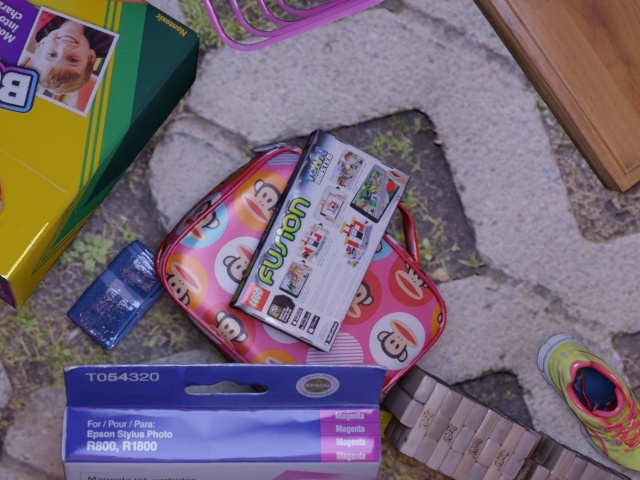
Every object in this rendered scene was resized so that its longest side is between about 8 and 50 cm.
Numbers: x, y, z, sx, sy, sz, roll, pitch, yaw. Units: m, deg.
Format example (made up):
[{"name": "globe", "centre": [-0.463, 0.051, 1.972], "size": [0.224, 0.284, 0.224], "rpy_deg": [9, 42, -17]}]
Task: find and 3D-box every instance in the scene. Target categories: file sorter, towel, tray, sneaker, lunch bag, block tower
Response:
[{"name": "file sorter", "centre": [-0.003, -0.316, 1.312], "size": [0.202, 0.290, 0.182], "rpy_deg": [-16, 104, 20]}, {"name": "towel", "centre": [-0.223, 0.061, 1.488], "size": [0.067, 0.029, 0.119], "rpy_deg": [42, 91, -9]}, {"name": "tray", "centre": [0.295, -0.279, 1.484], "size": [0.203, 0.076, 0.411], "rpy_deg": [-37, 99, -1]}, {"name": "sneaker", "centre": [0.336, 0.201, 1.537], "size": [0.208, 0.094, 0.081], "rpy_deg": [43, 89, -11]}, {"name": "lunch bag", "centre": [-0.009, 0.042, 1.460], "size": [0.258, 0.120, 0.293], "rpy_deg": [-43, 99, -8]}, {"name": "block tower", "centre": [0.229, 0.258, 1.524], "size": [0.335, 0.097, 0.091], "rpy_deg": [29, 91, -11]}]

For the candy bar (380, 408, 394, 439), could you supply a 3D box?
[{"name": "candy bar", "centre": [0.056, 0.209, 1.543], "size": [0.161, 0.018, 0.040], "rpy_deg": [13, 93, -8]}]

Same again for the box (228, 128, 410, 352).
[{"name": "box", "centre": [0.000, 0.000, 1.390], "size": [0.114, 0.036, 0.207], "rpy_deg": [27, 82, -11]}]

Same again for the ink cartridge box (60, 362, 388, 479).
[{"name": "ink cartridge box", "centre": [-0.105, 0.246, 1.404], "size": [0.324, 0.330, 0.071], "rpy_deg": [0, 53, -6]}]

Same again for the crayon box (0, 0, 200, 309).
[{"name": "crayon box", "centre": [-0.356, -0.162, 1.309], "size": [0.363, 0.106, 0.313], "rpy_deg": [32, 67, 5]}]
